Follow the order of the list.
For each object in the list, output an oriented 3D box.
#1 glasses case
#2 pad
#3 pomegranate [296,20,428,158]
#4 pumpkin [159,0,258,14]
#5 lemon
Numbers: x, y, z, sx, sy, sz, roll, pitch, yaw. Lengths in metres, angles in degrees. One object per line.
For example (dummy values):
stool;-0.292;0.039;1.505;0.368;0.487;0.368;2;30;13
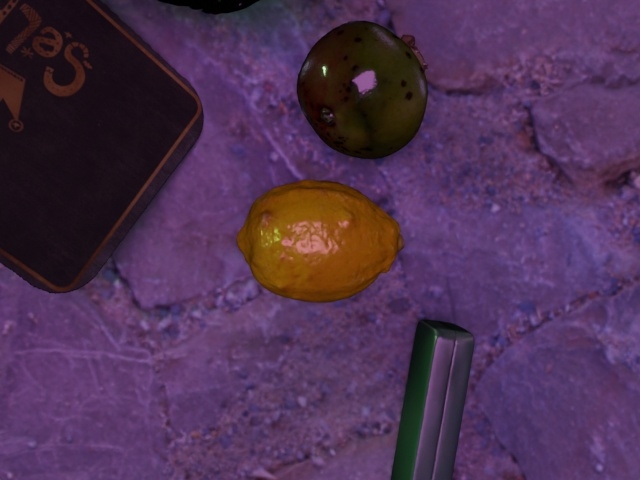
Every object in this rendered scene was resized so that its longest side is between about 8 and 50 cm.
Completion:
glasses case;0.105;0.171;0.731;0.039;0.078;0.184;9;91;-7
pad;-0.256;-0.176;0.629;0.375;0.063;0.315;41;65;-25
pomegranate;0.040;-0.139;0.707;0.130;0.130;0.130;0;92;-3
pumpkin;-0.122;-0.351;0.631;0.320;0.192;0.321;2;84;-18
lemon;0.000;0.000;0.705;0.155;0.114;0.114;-1;92;-7
